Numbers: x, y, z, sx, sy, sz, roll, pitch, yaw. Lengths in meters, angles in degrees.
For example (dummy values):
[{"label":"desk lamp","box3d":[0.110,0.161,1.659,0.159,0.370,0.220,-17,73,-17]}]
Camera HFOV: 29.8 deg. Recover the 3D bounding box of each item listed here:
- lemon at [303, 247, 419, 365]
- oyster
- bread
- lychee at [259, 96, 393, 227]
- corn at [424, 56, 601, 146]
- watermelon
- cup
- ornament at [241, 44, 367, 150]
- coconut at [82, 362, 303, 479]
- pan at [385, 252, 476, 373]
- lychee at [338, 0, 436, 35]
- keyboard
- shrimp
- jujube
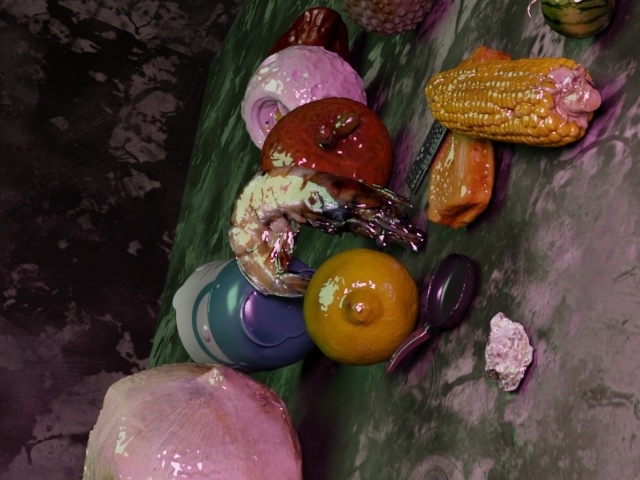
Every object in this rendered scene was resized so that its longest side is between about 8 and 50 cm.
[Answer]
[{"label":"lemon","box3d":[0.061,0.103,1.868,0.248,0.184,0.184,166,123,-82]},{"label":"oyster","box3d":[0.233,0.140,1.512,0.100,0.037,0.098,180,109,-73]},{"label":"bread","box3d":[0.229,-0.156,1.797,0.139,0.077,0.271,140,146,-60]},{"label":"lychee","box3d":[0.011,-0.144,2.188,0.300,0.255,0.255,83,-167,-55]},{"label":"corn","box3d":[0.253,-0.189,1.617,0.322,0.119,0.119,18,88,58]},{"label":"watermelon","box3d":[0.336,-0.316,1.587,0.109,0.109,0.109,-160,90,-74]},{"label":"cup","box3d":[-0.095,0.123,2.213,0.257,0.289,0.219,-14,95,57]},{"label":"ornament","box3d":[-0.027,-0.274,2.461,0.225,0.259,0.259,-33,-13,-41]},{"label":"coconut","box3d":[-0.209,0.376,2.069,0.404,0.404,0.405,-160,90,-74]},{"label":"pan","box3d":[0.164,0.115,1.753,0.212,0.040,0.115,-58,20,16]},{"label":"lychee","box3d":[0.138,-0.528,2.276,0.255,0.255,0.274,-144,43,-73]},{"label":"keyboard","box3d":[0.177,-0.165,1.816,0.198,0.010,0.063,-65,19,18]},{"label":"shrimp","box3d":[0.000,0.000,2.019,0.071,0.365,0.233,19,-92,-63]},{"label":"jujube","box3d":[-0.023,-0.374,2.679,0.197,0.197,0.290,153,135,-67]}]
